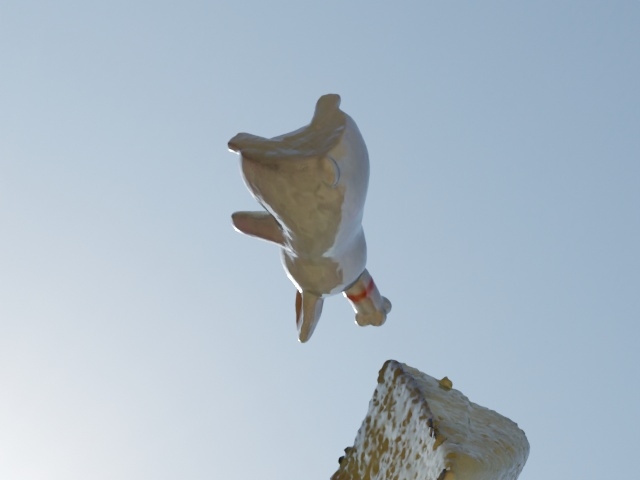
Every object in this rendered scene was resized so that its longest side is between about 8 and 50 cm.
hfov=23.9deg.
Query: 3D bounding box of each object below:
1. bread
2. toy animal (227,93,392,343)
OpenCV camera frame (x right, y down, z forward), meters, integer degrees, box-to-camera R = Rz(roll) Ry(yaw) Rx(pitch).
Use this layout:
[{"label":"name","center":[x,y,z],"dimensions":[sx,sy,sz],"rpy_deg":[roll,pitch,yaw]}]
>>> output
[{"label":"bread","center":[0.032,0.215,1.060],"dimensions":[0.135,0.178,0.240],"rpy_deg":[28,-82,18]},{"label":"toy animal","center":[-0.008,-0.013,1.587],"dimensions":[0.138,0.140,0.282],"rpy_deg":[47,-25,36]}]
